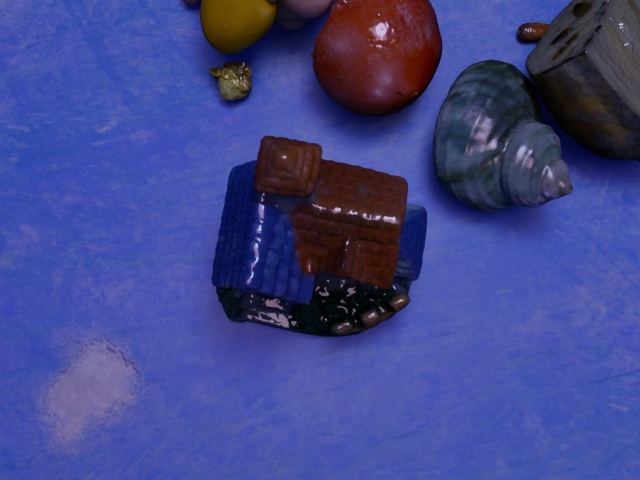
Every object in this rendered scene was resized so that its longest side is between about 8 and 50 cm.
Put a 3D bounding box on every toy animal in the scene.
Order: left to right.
[{"bbox_3d":[-0.074,-0.428,1.013,0.246,0.345,0.278,1,102,-33],"label":"toy animal"}]

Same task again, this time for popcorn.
[{"bbox_3d":[-0.149,-0.267,1.051,0.083,0.059,0.068,28,82,13],"label":"popcorn"}]

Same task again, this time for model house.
[{"bbox_3d":[0.000,0.000,0.875,0.294,0.329,0.252,12,78,4],"label":"model house"}]

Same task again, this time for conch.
[{"bbox_3d":[0.279,-0.148,0.984,0.220,0.195,0.277,-28,50,-11],"label":"conch"}]

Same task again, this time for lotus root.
[{"bbox_3d":[0.462,-0.239,0.994,0.260,0.149,0.267,45,55,-17],"label":"lotus root"}]

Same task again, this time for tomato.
[{"bbox_3d":[0.093,-0.295,0.982,0.184,0.208,0.208,30,82,0],"label":"tomato"}]

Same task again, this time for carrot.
[{"bbox_3d":[0.381,-0.354,1.080,0.093,0.032,0.032,2,81,-3],"label":"carrot"}]
